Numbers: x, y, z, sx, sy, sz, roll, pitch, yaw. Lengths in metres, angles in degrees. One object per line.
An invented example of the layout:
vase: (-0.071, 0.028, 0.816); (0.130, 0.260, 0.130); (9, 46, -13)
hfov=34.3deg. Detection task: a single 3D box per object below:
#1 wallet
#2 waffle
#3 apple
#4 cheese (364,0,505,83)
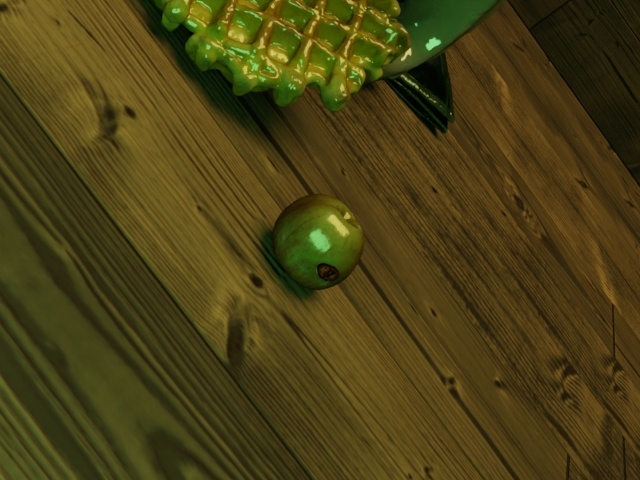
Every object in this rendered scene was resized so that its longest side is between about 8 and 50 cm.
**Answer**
wallet: (0.138, -0.280, 1.589); (0.160, 0.055, 0.236); (36, 29, -26)
waffle: (-0.050, -0.250, 1.012); (0.283, 0.065, 0.309); (-19, 75, -37)
apple: (0.000, 0.000, 0.871); (0.084, 0.071, 0.084); (45, 24, -26)
cheese: (0.094, -0.325, 1.255); (0.332, 0.292, 0.153); (-10, 66, -56)
